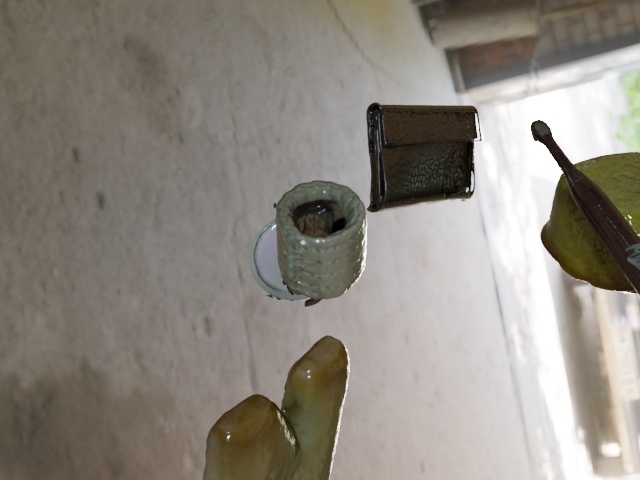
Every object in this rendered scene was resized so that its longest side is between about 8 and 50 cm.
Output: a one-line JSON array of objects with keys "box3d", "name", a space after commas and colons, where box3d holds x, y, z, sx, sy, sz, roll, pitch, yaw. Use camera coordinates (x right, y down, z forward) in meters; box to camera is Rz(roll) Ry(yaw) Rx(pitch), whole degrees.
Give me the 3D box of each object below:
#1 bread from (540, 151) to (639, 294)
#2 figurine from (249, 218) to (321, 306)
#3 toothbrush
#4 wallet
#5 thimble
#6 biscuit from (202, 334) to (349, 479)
[{"box3d": [0.443, -0.022, 1.534, 0.270, 0.270, 0.148, -52, 150, -58], "name": "bread"}, {"box3d": [-0.030, 0.045, 1.625, 0.153, 0.132, 0.132, 71, 16, -70], "name": "figurine"}, {"box3d": [0.347, -0.026, 1.370, 0.041, 0.041, 0.364, 41, 17, -51], "name": "toothbrush"}, {"box3d": [0.136, -0.108, 1.427, 0.243, 0.039, 0.132, -8, 101, -55], "name": "wallet"}, {"box3d": [0.000, 0.000, 1.228, 0.115, 0.102, 0.090, -60, 157, -47], "name": "thimble"}, {"box3d": [-0.055, 0.271, 1.324, 0.237, 0.062, 0.290, -32, 141, -46], "name": "biscuit"}]
